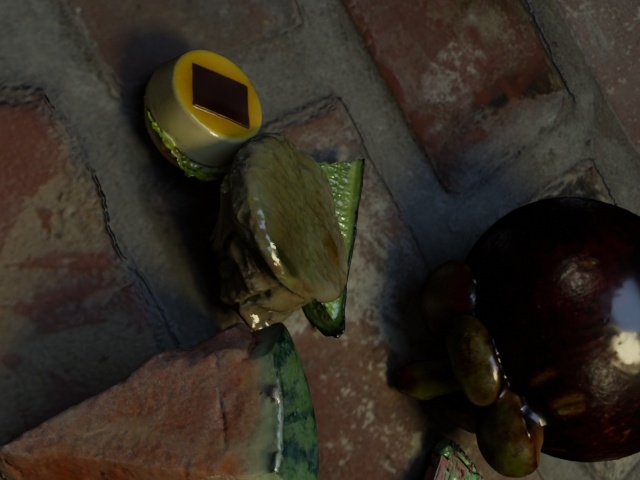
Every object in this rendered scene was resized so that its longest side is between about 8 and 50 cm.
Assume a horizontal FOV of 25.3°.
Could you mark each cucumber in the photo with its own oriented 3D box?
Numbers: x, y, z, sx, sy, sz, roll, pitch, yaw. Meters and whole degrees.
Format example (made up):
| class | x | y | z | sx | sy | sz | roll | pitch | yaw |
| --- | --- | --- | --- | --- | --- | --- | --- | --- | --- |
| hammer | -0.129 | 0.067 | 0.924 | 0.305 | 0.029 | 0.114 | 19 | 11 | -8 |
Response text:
| class | x | y | z | sx | sy | sz | roll | pitch | yaw |
| --- | --- | --- | --- | --- | --- | --- | --- | --- | --- |
| cucumber | 0.000 | 0.000 | 1.555 | 0.070 | 0.046 | 0.220 | 24 | 59 | -30 |

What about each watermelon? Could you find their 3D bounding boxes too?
| class | x | y | z | sx | sy | sz | roll | pitch | yaw |
| --- | --- | --- | --- | --- | --- | --- | --- | --- | --- |
| watermelon | -0.112 | 0.224 | 1.287 | 0.292 | 0.283 | 0.250 | -28 | 78 | -17 |

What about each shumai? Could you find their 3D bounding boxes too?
| class | x | y | z | sx | sy | sz | roll | pitch | yaw |
| --- | --- | --- | --- | --- | --- | --- | --- | --- | --- |
| shumai | -0.056 | -0.004 | 1.452 | 0.201 | 0.120 | 0.201 | 45 | 33 | -41 |

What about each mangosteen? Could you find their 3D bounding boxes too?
| class | x | y | z | sx | sy | sz | roll | pitch | yaw |
| --- | --- | --- | --- | --- | --- | --- | --- | --- | --- |
| mangosteen | 0.254 | 0.111 | 1.586 | 0.347 | 0.307 | 0.307 | -22 | 90 | -15 |

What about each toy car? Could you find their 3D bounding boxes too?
| class | x | y | z | sx | sy | sz | roll | pitch | yaw |
| --- | --- | --- | --- | --- | --- | --- | --- | --- | --- |
| toy car | 0.135 | 0.280 | 1.565 | 0.069 | 0.055 | 0.142 | 49 | 36 | -17 |

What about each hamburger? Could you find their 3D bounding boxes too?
| class | x | y | z | sx | sy | sz | roll | pitch | yaw |
| --- | --- | --- | --- | --- | --- | --- | --- | --- | --- |
| hamburger | -0.124 | -0.125 | 1.468 | 0.126 | 0.081 | 0.141 | 4 | 61 | -42 |
